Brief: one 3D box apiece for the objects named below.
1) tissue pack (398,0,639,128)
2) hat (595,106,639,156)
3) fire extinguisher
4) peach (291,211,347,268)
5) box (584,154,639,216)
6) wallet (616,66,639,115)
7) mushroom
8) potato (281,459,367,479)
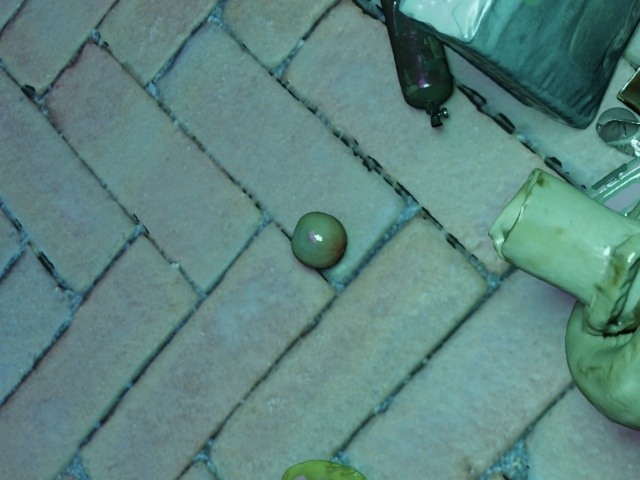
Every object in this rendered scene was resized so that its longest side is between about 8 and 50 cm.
[{"bbox_3d":[0.278,-0.316,1.394,0.124,0.394,0.288,34,98,30],"label":"tissue pack"},{"bbox_3d":[0.394,-0.142,1.505,0.087,0.058,0.042,11,50,15],"label":"hat"},{"bbox_3d":[0.133,-0.269,1.634,0.072,0.089,0.267,-12,74,3],"label":"fire extinguisher"},{"bbox_3d":[-0.001,0.000,1.661,0.083,0.083,0.083,-5,78,27],"label":"peach"},{"bbox_3d":[0.404,-0.005,1.443,0.124,0.093,0.172,-35,67,17],"label":"box"},{"bbox_3d":[0.464,-0.161,1.479,0.176,0.026,0.095,46,108,28],"label":"wallet"},{"bbox_3d":[0.325,0.042,1.240,0.290,0.292,0.292,26,94,-8],"label":"mushroom"},{"bbox_3d":[0.010,0.343,1.595,0.138,0.070,0.091,5,88,30],"label":"potato"}]
